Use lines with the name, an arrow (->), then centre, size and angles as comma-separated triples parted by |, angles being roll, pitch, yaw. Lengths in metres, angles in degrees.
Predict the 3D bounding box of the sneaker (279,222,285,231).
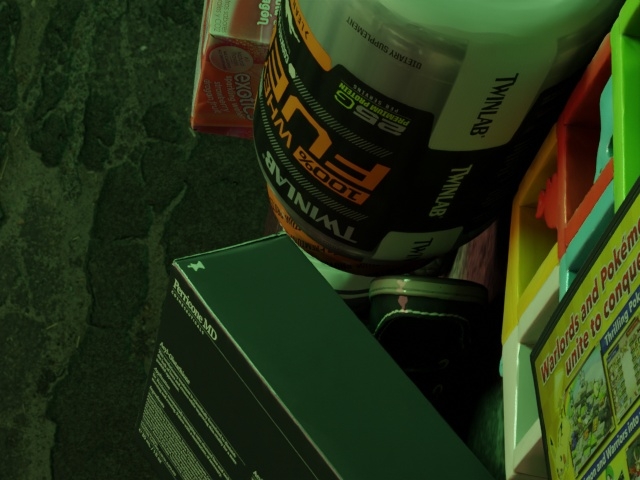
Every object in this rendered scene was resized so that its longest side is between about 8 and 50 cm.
sneaker -> 0.000, 0.000, 1.851 | 0.104, 0.095, 0.236 | 139, 136, -69

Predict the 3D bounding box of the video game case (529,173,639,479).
video game case -> 0.146, 0.088, 0.566 | 0.275, 0.035, 0.248 | 109, 161, -56

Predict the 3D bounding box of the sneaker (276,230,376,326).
sneaker -> 0.006, 0.052, 1.559 | 0.321, 0.126, 0.127 | -54, -22, -81

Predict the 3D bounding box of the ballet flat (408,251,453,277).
ballet flat -> 0.094, -0.038, 1.235 | 0.057, 0.049, 0.173 | -92, 13, -54

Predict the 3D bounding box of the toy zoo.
toy zoo -> 0.144, 0.009, 0.831 | 0.293, 0.030, 0.192 | 111, 166, -59

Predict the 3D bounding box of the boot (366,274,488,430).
boot -> 0.066, 0.127, 1.103 | 0.236, 0.085, 0.179 | 100, 177, -75

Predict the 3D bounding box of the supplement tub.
supplement tub -> 0.062, -0.112, 0.993 | 0.316, 0.193, 0.194 | 110, 168, -60

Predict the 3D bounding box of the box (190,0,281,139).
box -> -0.027, -0.248, 1.370 | 0.154, 0.142, 0.300 | 112, 165, -59

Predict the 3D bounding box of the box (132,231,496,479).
box -> -0.012, 0.150, 1.042 | 0.261, 0.103, 0.184 | 50, 141, 33
